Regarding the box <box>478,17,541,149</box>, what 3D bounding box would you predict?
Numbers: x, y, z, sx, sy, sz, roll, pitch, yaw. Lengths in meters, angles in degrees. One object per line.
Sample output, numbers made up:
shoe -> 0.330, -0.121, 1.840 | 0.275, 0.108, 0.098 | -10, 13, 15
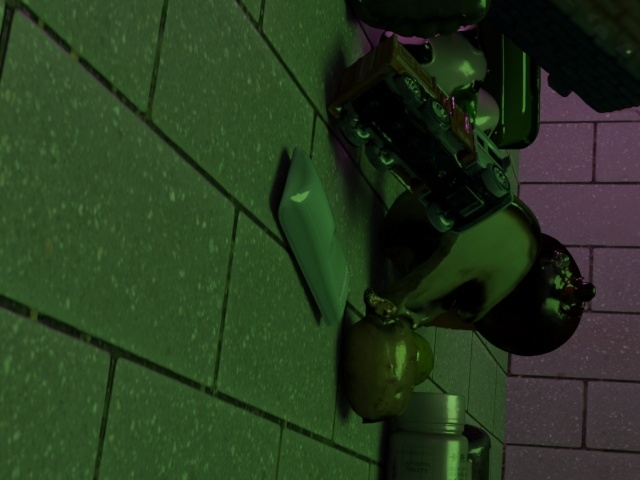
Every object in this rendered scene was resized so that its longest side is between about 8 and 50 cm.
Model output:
box -> 0.273, -0.322, 2.099 | 0.178, 0.253, 0.328 | -32, 121, -59

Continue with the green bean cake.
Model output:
green bean cake -> 0.154, -0.436, 1.745 | 0.125, 0.223, 0.227 | 13, 77, -83

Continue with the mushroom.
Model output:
mushroom -> 0.236, 0.015, 1.950 | 0.217, 0.212, 0.292 | 18, 109, -42

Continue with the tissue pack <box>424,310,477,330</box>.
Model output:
tissue pack -> 0.274, 0.031, 2.285 | 0.194, 0.145, 0.274 | 46, 48, -64

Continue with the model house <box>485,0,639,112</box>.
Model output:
model house -> 0.458, -0.476, 1.876 | 0.400, 0.395, 0.445 | -47, -164, 38

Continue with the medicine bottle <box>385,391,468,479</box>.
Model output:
medicine bottle -> 0.193, 0.404, 2.031 | 0.152, 0.152, 0.254 | 29, 65, -71

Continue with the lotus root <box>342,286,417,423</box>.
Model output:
lotus root -> 0.093, 0.181, 1.753 | 0.125, 0.118, 0.220 | -90, -177, -86

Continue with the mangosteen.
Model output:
mangosteen -> 0.408, 0.099, 2.066 | 0.236, 0.261, 0.235 | 1, 88, -39

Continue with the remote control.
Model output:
remote control -> -0.001, 0.000, 1.537 | 0.293, 0.051, 0.103 | 71, 26, -51

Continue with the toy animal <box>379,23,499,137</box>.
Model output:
toy animal -> 0.200, -0.245, 1.920 | 0.212, 0.213, 0.266 | -52, 133, -63

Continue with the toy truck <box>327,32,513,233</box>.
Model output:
toy truck -> 0.161, -0.162, 1.713 | 0.305, 0.136, 0.162 | 43, 32, -23

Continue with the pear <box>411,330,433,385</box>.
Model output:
pear -> 0.140, 0.205, 1.920 | 0.131, 0.107, 0.107 | 90, 9, -64

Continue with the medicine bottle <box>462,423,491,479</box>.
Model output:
medicine bottle -> 0.255, 0.512, 2.222 | 0.165, 0.165, 0.273 | -28, 119, -71
